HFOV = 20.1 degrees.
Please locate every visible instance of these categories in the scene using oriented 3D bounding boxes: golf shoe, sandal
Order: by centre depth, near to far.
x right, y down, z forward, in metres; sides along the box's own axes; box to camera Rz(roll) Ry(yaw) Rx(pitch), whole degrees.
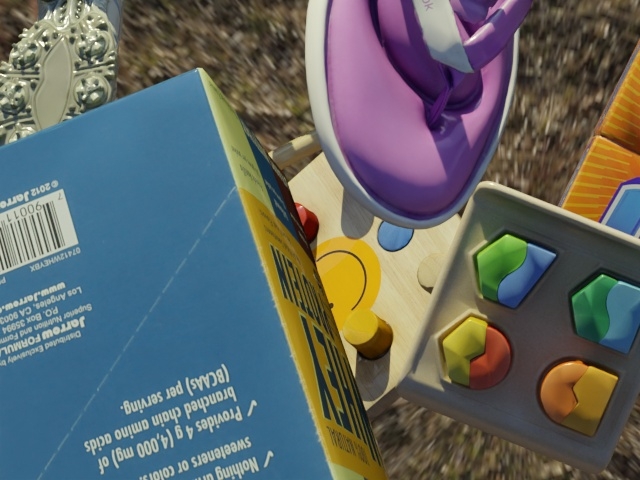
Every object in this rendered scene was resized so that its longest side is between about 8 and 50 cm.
[{"bbox_3d":[-0.131,-0.100,0.991,0.069,0.086,0.176,0,68,13],"label":"golf shoe"},{"bbox_3d":[0.098,-0.215,1.283,0.169,0.102,0.416,19,76,-20],"label":"sandal"}]

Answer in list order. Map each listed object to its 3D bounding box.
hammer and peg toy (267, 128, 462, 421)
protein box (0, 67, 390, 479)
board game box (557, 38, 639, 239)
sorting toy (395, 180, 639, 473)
[{"bbox_3d":[0.000,0.000,1.710,0.266,0.127,0.361,-41,55,11],"label":"hammer and peg toy"},{"bbox_3d":[-0.089,0.077,0.701,0.199,0.136,0.201,-21,72,6],"label":"protein box"},{"bbox_3d":[0.442,-0.032,1.854,0.356,0.356,0.356,26,96,5],"label":"board game box"},{"bbox_3d":[0.184,0.077,1.509,0.193,0.038,0.208,22,105,3],"label":"sorting toy"}]
